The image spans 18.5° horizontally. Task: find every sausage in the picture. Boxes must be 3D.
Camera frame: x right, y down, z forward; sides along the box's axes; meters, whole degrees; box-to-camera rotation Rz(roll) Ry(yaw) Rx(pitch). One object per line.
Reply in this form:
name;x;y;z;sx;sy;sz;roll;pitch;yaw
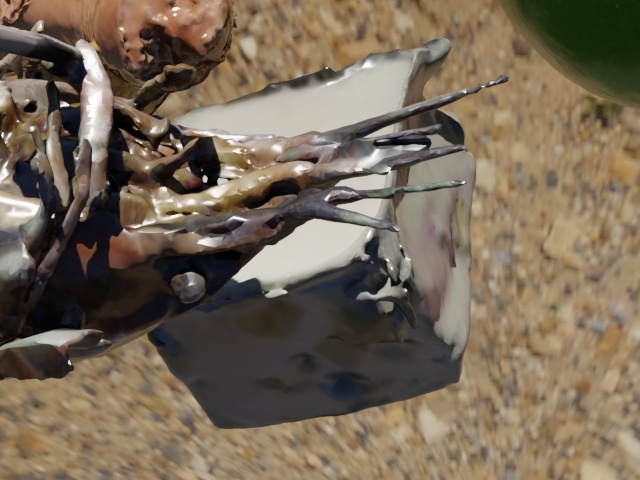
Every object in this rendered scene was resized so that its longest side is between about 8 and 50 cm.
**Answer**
sausage;-0.121;-0.111;0.970;0.078;0.304;0.078;-4;98;-29

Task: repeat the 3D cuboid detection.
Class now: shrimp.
shrimp;-0.099;-0.020;0.736;0.343;0.116;0.145;-9;105;23

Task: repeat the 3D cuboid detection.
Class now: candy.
candy;0.000;0.000;1.130;0.185;0.137;0.195;-15;43;22

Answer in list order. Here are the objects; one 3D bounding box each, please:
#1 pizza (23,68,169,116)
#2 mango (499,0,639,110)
pizza;-0.175;-0.151;1.421;0.062;0.199;0.188;32;72;33
mango;0.250;-0.177;1.072;0.201;0.382;0.225;-32;110;-35
